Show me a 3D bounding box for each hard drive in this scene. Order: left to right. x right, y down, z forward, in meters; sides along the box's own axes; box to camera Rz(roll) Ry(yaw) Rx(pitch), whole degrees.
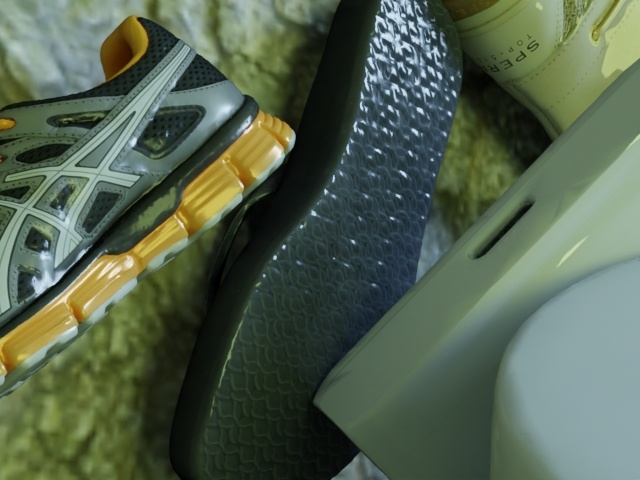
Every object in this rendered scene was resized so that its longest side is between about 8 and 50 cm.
[{"bbox_3d":[0.159,0.093,0.563,0.203,0.040,0.307,-45,123,-6],"label":"hard drive"}]

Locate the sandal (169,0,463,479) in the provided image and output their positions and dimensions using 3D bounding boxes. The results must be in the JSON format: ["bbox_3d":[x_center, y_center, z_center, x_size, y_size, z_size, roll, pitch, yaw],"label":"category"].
[{"bbox_3d":[0.001,0.000,0.537,0.097,0.054,0.254,46,54,-37],"label":"sandal"}]

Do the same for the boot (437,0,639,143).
[{"bbox_3d":[0.185,-0.135,0.673,0.203,0.095,0.262,51,58,-22],"label":"boot"}]

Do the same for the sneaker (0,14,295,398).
[{"bbox_3d":[-0.103,-0.003,0.437,0.083,0.084,0.215,50,52,-5],"label":"sneaker"}]

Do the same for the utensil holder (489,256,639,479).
[{"bbox_3d":[0.208,0.223,0.429,0.328,0.328,0.385,-20,115,-39],"label":"utensil holder"}]
